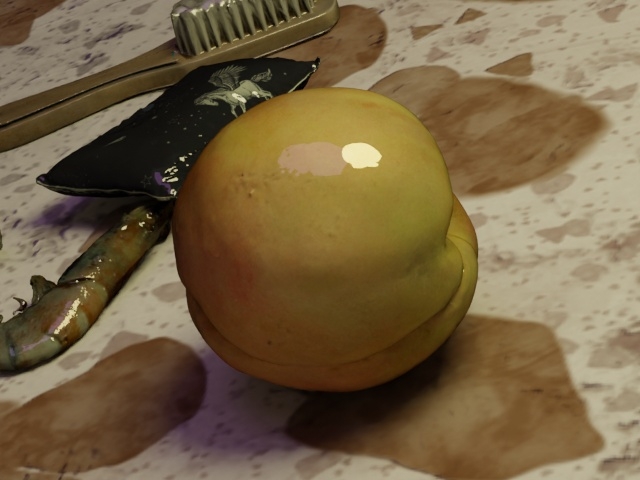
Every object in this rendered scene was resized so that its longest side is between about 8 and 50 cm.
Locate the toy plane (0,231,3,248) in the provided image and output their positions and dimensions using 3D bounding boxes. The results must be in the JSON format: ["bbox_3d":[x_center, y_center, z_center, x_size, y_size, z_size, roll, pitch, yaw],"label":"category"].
[{"bbox_3d":[-0.371,0.036,1.320,0.286,0.092,0.108,-30,53,-18],"label":"toy plane"}]

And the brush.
[{"bbox_3d":[-0.143,-0.159,1.538,0.327,0.065,0.070,-22,32,-4],"label":"brush"}]

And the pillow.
[{"bbox_3d":[-0.100,-0.086,1.389,0.141,0.055,0.208,4,32,38],"label":"pillow"}]

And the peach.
[{"bbox_3d":[0.000,0.000,1.074,0.184,0.184,0.184,-14,30,8],"label":"peach"}]

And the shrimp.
[{"bbox_3d":[-0.196,0.023,1.292,0.148,0.035,0.195,3,37,37],"label":"shrimp"}]
